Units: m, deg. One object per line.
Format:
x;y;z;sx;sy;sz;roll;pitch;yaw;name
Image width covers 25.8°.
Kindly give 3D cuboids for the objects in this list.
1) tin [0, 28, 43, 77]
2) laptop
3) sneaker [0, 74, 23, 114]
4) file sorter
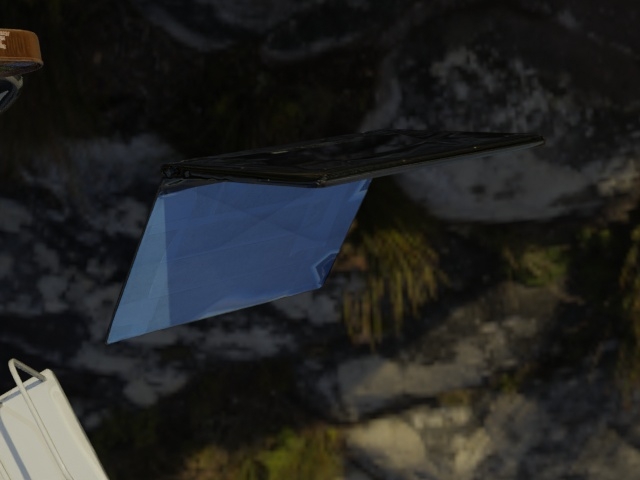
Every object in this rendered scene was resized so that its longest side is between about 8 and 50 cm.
-0.358;-0.181;1.363;0.106;0.040;0.190;-14;177;35;tin
0.000;0.000;1.683;0.382;0.236;0.408;-14;-166;-43;laptop
-0.393;-0.123;1.485;0.188;0.078;0.067;-36;131;-20;sneaker
-0.420;0.291;1.663;0.278;0.193;0.173;-30;164;-3;file sorter
